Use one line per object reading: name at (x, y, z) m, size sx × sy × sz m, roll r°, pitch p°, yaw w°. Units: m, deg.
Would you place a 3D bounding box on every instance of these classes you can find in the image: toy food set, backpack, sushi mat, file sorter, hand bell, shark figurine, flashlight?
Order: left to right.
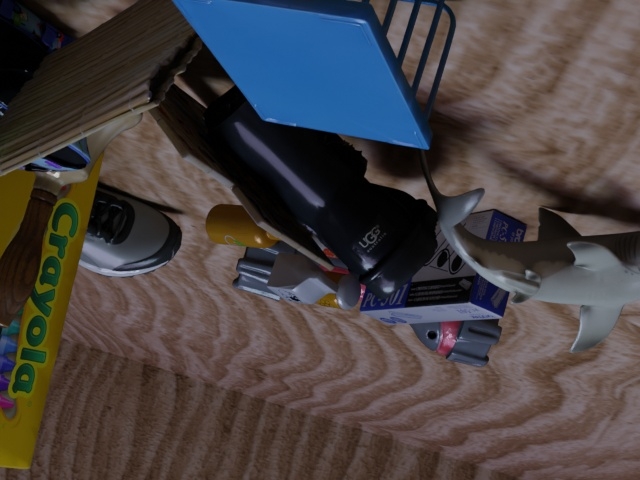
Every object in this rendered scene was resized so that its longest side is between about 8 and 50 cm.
backpack at (-0.275, -0.131, 1.102) m, size 0.158 × 0.117 × 0.173 m, roll 3°, pitch 159°, yaw 43°
hand bell at (-0.270, -0.032, 1.216) m, size 0.126 × 0.242 × 0.126 m, roll 16°, pitch 166°, yaw 4°
sushi mat at (-0.158, -0.118, 0.885) m, size 0.019 × 0.151 × 0.316 m, roll 43°, pitch 149°, yaw -23°
toy food set at (0.000, 0.000, 1.280) m, size 0.104 × 0.111 × 0.232 m, roll 6°, pitch 158°, yaw 38°
file sorter at (0.007, -0.142, 0.758) m, size 0.118 × 0.104 × 0.170 m, roll 12°, pitch 164°, yaw 20°
flashlight at (0.054, 0.059, 1.438) m, size 0.304 × 0.103 × 0.103 m, roll 14°, pitch 132°, yaw -4°
shark figurine at (0.187, -0.003, 1.101) m, size 0.278 × 0.116 × 0.166 m, roll 13°, pitch 134°, yaw -16°

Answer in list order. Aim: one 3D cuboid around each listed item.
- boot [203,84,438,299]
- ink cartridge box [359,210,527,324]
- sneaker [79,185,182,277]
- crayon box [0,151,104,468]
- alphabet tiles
boot at (0.001, -0.059, 1.067) m, size 0.207 × 0.094 × 0.246 m, roll 47°, pitch -175°, yaw -5°
ink cartridge box at (0.121, 0.032, 1.289) m, size 0.046 × 0.097 × 0.207 m, roll 24°, pitch 165°, yaw -24°
sneaker at (-0.304, -0.030, 1.562) m, size 0.271 × 0.100 × 0.108 m, roll 17°, pitch 160°, yaw 2°
crayon box at (-0.395, 0.034, 1.282) m, size 0.106 × 0.363 × 0.313 m, roll 8°, pitch 172°, yaw 34°
alphabet tiles at (-0.087, -0.073, 1.038) m, size 0.198 × 0.009 × 0.237 m, roll 52°, pitch -172°, yaw 25°
